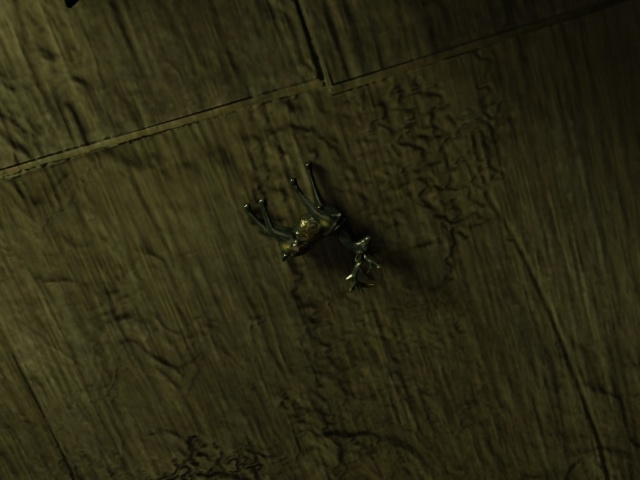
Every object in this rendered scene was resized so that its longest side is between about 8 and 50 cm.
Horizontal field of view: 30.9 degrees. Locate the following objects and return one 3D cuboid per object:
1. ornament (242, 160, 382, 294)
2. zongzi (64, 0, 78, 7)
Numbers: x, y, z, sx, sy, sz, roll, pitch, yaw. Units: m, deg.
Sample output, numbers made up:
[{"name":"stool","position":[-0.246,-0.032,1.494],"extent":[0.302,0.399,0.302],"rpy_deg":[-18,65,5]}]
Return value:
[{"name":"ornament","position":[0.000,0.000,0.967],"extent":[0.073,0.028,0.125],"rpy_deg":[-35,111,14]},{"name":"zongzi","position":[-0.033,-0.362,0.662],"extent":[0.362,0.319,0.383],"rpy_deg":[-30,139,-19]}]
